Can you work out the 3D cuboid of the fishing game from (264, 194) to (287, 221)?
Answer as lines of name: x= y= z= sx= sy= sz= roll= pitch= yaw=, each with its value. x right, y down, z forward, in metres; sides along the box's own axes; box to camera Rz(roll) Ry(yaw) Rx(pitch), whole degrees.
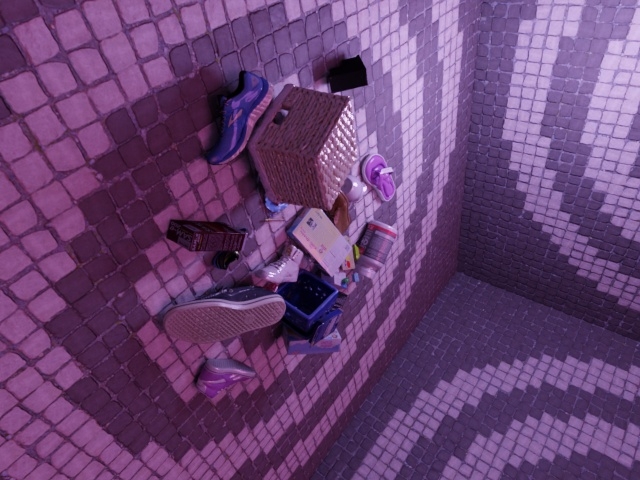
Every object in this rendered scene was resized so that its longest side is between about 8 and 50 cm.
fishing game: x=-0.158 y=-0.202 z=1.747 sx=0.189 sy=0.041 sz=0.263 roll=1 pitch=108 yaw=-58

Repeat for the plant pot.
plant pot: x=-0.073 y=0.314 z=2.020 sx=0.236 sy=0.236 sz=0.212 roll=-38 pitch=144 yaw=-38

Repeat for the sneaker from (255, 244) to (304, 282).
sneaker: x=-0.173 y=0.095 z=1.859 sx=0.293 sy=0.108 sz=0.169 roll=6 pitch=103 yaw=-66

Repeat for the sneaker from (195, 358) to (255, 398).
sneaker: x=-0.416 y=0.602 z=1.828 sx=0.282 sy=0.102 sz=0.160 roll=26 pitch=91 yaw=-47

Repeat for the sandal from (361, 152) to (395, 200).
sandal: x=0.352 y=-0.346 z=2.334 sx=0.169 sy=0.102 sz=0.416 roll=-63 pitch=147 yaw=-6

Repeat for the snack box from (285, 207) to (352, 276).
snack box: x=0.000 y=0.000 z=1.975 sx=0.187 sy=0.060 sz=0.322 roll=-53 pitch=122 yaw=-21

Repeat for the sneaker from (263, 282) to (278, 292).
sneaker: x=-0.242 y=0.269 z=1.897 sx=0.170 sy=0.063 sz=0.075 roll=-56 pitch=146 yaw=-7

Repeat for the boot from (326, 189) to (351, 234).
boot: x=0.072 y=-0.139 z=2.026 sx=0.115 sy=0.113 sz=0.305 roll=-61 pitch=145 yaw=-32

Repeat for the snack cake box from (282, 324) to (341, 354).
snack cake box: x=-0.047 y=0.484 z=2.113 sx=0.265 sy=0.152 sz=0.089 roll=1 pitch=114 yaw=-18

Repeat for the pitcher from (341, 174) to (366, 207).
pitcher: x=0.137 y=-0.230 z=2.093 sx=0.177 sy=0.126 sz=0.207 roll=-62 pitch=160 yaw=7

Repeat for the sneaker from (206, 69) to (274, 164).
sneaker: x=-0.292 y=-0.399 z=1.378 sx=0.147 sy=0.130 sz=0.329 roll=27 pitch=93 yaw=-35

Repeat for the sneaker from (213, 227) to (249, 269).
sneaker: x=-0.327 y=0.035 z=1.612 sx=0.188 sy=0.078 sz=0.067 roll=-56 pitch=146 yaw=-17

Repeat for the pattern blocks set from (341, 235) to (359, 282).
pattern blocks set: x=0.127 y=0.063 z=2.200 sx=0.286 sy=0.026 sz=0.324 roll=13 pitch=68 yaw=-56

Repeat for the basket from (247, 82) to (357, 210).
basket: x=-0.047 y=-0.325 z=1.544 sx=0.331 sy=0.267 sz=0.328 roll=76 pitch=35 yaw=-57

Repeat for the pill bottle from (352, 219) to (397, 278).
pill bottle: x=0.308 y=0.056 z=2.452 sx=0.176 sy=0.177 sz=0.318 roll=27 pitch=87 yaw=-58

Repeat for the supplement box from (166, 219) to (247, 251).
supplement box: x=-0.383 y=-0.016 z=1.452 sx=0.240 sy=0.130 sz=0.073 roll=0 pitch=110 yaw=-56

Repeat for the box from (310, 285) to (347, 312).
box: x=0.020 y=0.341 z=2.281 sx=0.261 sy=0.103 sz=0.184 roll=29 pitch=81 yaw=-57

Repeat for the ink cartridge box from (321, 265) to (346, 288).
ink cartridge box: x=0.066 y=0.149 z=2.172 sx=0.140 sy=0.082 sz=0.190 roll=30 pitch=51 yaw=-57

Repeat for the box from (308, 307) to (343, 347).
box: x=0.018 y=0.409 z=1.992 sx=0.225 sy=0.037 sz=0.136 roll=-19 pitch=137 yaw=-56

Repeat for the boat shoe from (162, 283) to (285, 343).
boat shoe: x=-0.370 y=0.270 z=1.637 sx=0.501 sy=0.156 sz=0.186 roll=-4 pitch=118 yaw=-42

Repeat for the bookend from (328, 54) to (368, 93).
bookend: x=0.105 y=-0.697 z=1.771 sx=0.158 sy=0.156 sz=0.072 roll=-13 pitch=134 yaw=1
